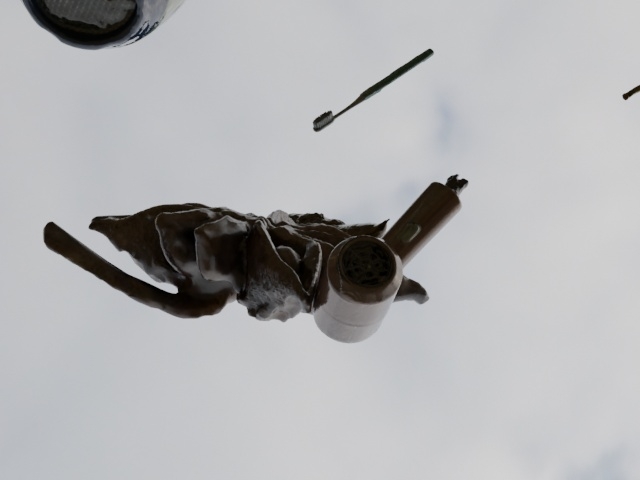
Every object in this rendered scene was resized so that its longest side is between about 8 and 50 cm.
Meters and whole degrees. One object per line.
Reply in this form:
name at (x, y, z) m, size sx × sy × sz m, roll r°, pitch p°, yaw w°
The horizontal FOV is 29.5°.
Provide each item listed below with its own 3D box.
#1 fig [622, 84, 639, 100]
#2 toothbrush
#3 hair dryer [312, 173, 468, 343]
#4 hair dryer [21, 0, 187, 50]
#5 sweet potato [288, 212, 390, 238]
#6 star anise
fig at (0.331, -0.151, 1.165) m, size 0.083 × 0.050 × 0.050 m, roll -14°, pitch -126°, yaw 28°
toothbrush at (0.057, -0.163, 1.301) m, size 0.167 × 0.014 × 0.011 m, roll -35°, pitch -128°, yaw -18°
hair dryer at (0.068, 0.001, 1.036) m, size 0.064 × 0.117 × 0.181 m, roll 39°, pitch -113°, yaw 10°
hair dryer at (-0.069, -0.264, 0.658) m, size 0.298 × 0.119 × 0.296 m, roll -60°, pitch -163°, yaw 17°
sweet potato at (0.000, 0.000, 1.372) m, size 0.274 × 0.067 × 0.067 m, roll -3°, pitch -131°, yaw 56°
star anise at (-0.073, 0.023, 1.167) m, size 0.293 × 0.349 × 0.108 m, roll 7°, pitch -87°, yaw 29°
